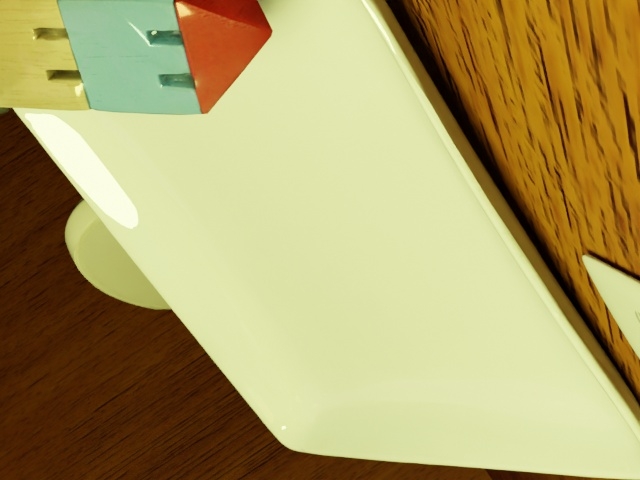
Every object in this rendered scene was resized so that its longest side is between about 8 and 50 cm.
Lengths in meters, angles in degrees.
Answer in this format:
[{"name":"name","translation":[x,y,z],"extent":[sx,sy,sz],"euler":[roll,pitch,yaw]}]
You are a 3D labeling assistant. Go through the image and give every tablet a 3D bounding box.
[{"name":"tablet","translation":[0.116,0.034,0.400],"extent":[0.054,0.006,0.083],"euler":[57,178,-14]}]

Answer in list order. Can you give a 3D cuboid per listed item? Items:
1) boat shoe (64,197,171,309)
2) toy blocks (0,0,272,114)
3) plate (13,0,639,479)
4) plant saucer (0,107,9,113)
[{"name":"boat shoe","translation":[-0.092,-0.033,1.047],"extent":[0.340,0.127,0.158],"euler":[10,-141,-45]},{"name":"toy blocks","translation":[-0.165,-0.170,0.394],"extent":[0.191,0.260,0.382],"euler":[-59,-34,-48]},{"name":"plate","translation":[0.000,0.000,0.576],"extent":[0.278,0.045,0.277],"euler":[-8,123,51]},{"name":"plant saucer","translation":[-0.437,-0.314,1.242],"extent":[0.400,0.100,0.401],"euler":[161,90,-81]}]
